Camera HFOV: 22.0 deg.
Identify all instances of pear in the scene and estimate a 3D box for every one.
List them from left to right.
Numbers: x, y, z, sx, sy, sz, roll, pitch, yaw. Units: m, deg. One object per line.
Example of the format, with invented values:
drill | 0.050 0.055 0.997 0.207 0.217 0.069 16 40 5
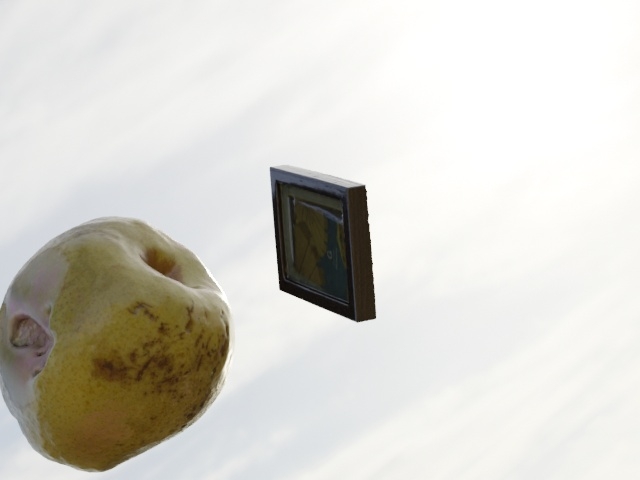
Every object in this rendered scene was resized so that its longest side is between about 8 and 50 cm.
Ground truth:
pear | -0.224 0.112 1.744 0.271 0.271 0.271 -36 -16 -12

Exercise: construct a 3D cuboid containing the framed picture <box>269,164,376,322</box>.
framed picture | 0.000 0.000 1.563 0.023 0.127 0.168 -11 14 -25
